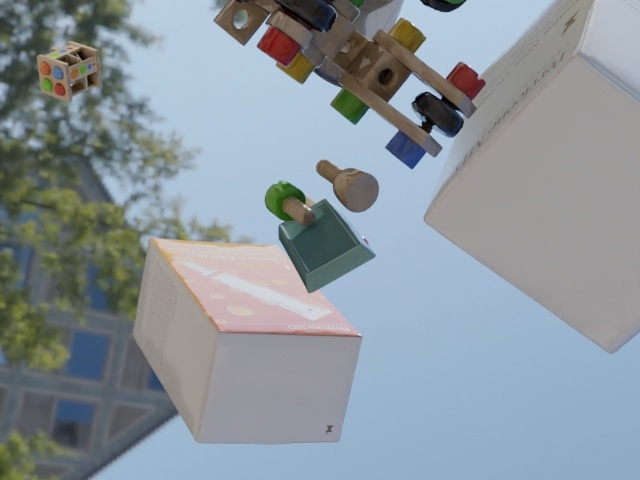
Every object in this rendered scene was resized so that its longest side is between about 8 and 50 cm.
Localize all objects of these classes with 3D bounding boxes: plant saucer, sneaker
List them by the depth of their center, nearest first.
[{"bbox_3d":[0.000,0.000,1.227,0.067,0.018,0.192,-30,-162,-1],"label":"plant saucer"},{"bbox_3d":[0.057,-0.312,1.575,0.129,0.111,0.297,-55,175,-34],"label":"sneaker"}]

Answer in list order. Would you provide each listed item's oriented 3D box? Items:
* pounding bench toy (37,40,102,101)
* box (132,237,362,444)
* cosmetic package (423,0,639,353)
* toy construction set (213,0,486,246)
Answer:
[{"bbox_3d":[-0.332,-0.217,1.695,0.083,0.065,0.052,21,-52,32],"label":"pounding bench toy"},{"bbox_3d":[-0.116,0.137,1.919,0.345,0.215,0.168,-136,-126,-58],"label":"box"},{"bbox_3d":[0.393,-0.138,1.796,0.329,0.327,0.393,-49,-171,37],"label":"cosmetic package"},{"bbox_3d":[0.002,-0.167,1.331,0.237,0.257,0.308,37,-63,52],"label":"toy construction set"}]
